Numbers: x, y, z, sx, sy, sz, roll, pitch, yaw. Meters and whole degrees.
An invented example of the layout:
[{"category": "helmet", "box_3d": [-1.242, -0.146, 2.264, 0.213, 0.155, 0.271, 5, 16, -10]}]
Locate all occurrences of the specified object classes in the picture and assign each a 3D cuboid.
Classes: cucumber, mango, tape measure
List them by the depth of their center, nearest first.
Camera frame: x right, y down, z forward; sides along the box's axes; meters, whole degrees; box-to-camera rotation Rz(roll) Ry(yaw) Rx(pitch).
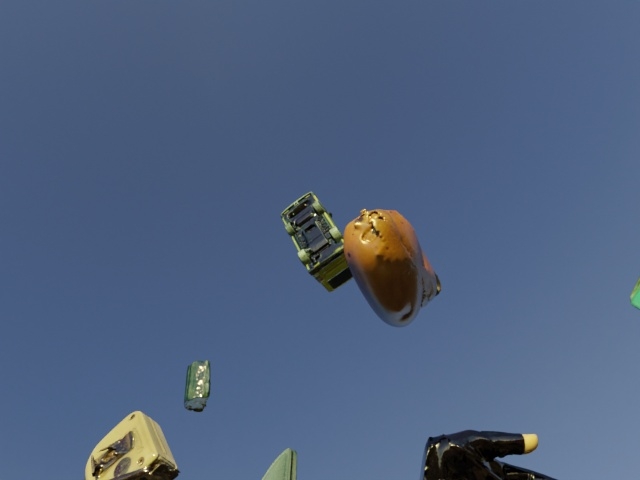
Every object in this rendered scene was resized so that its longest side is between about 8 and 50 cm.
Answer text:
[{"category": "mango", "box_3d": [0.152, 0.058, 0.958, 0.152, 0.201, 0.287, -23, -63, 18]}, {"category": "cucumber", "box_3d": [-0.332, 0.394, 1.200, 0.062, 0.115, 0.116, 12, -52, -18]}, {"category": "tape measure", "box_3d": [-0.537, 0.630, 1.235, 0.231, 0.271, 0.133, -44, -53, -16]}]

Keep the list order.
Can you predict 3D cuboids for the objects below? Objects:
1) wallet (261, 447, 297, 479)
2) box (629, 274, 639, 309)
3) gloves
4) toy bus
[{"category": "wallet", "box_3d": [-0.112, 0.470, 0.610, 0.054, 0.251, 0.291, 25, -75, -12]}, {"category": "box", "box_3d": [0.408, 0.073, 0.273, 0.205, 0.311, 0.118, 2, -64, -31]}, {"category": "gloves", "box_3d": [0.340, 0.463, 0.864, 0.300, 0.197, 0.152, -2, -31, 29]}, {"category": "toy bus", "box_3d": [0.000, 0.000, 1.223, 0.128, 0.262, 0.150, -36, -47, 6]}]
